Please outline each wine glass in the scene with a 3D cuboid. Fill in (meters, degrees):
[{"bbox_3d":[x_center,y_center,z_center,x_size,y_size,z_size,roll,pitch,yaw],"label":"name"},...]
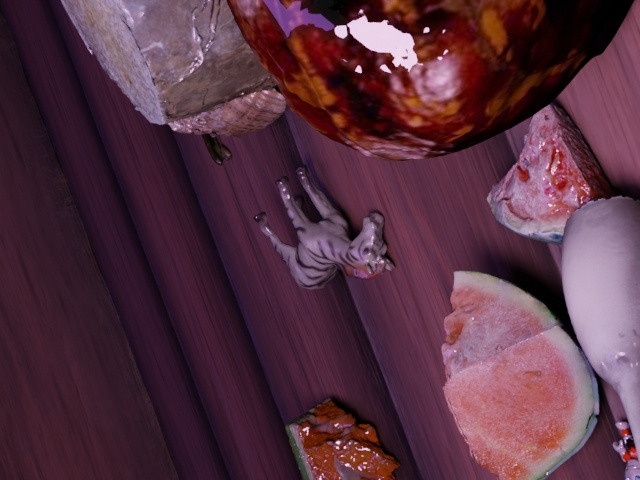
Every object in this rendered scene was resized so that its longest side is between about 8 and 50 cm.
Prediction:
[{"bbox_3d":[0.262,0.159,0.926,0.264,0.096,0.309,70,-163,-45],"label":"wine glass"}]

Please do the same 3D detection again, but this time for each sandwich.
[{"bbox_3d":[0.025,0.318,1.691,0.185,0.109,0.160,60,157,20],"label":"sandwich"}]

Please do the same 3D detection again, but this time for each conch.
[{"bbox_3d":[-0.145,-0.222,1.584,0.245,0.163,0.178,8,156,33],"label":"conch"}]

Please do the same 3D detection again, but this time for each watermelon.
[{"bbox_3d":[0.221,0.138,1.141,0.146,0.128,0.231,-6,121,38],"label":"watermelon"},{"bbox_3d":[0.203,-0.057,1.040,0.187,0.071,0.139,19,122,62],"label":"watermelon"}]

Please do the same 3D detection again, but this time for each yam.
[{"bbox_3d":[-0.092,-0.273,1.172,0.241,0.348,0.241,58,161,34],"label":"yam"}]

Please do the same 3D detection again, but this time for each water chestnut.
[{"bbox_3d":[0.060,-0.233,0.862,0.347,0.335,0.335,26,134,36],"label":"water chestnut"}]

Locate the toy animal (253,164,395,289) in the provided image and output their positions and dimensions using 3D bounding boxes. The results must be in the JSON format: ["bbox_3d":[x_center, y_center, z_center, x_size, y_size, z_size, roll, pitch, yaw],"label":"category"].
[{"bbox_3d":[-0.006,-0.017,1.510,0.170,0.090,0.255,67,160,-3],"label":"toy animal"}]

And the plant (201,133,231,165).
[{"bbox_3d":[-0.275,-0.293,1.780,0.251,0.180,0.333,-121,19,-48],"label":"plant"}]

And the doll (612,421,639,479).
[{"bbox_3d":[0.310,0.227,1.072,0.057,0.039,0.114,-20,79,34],"label":"doll"}]
